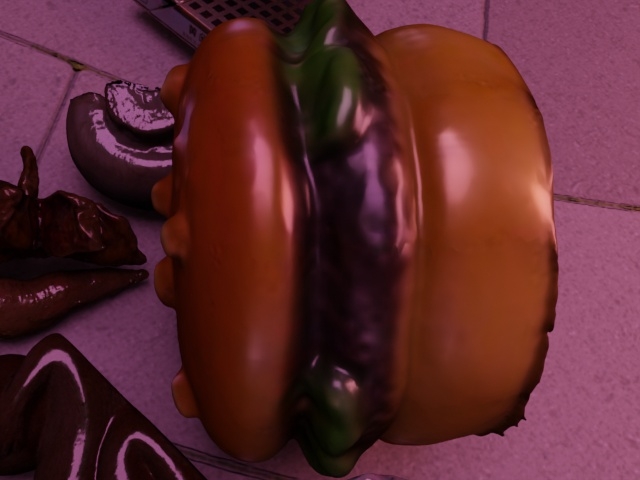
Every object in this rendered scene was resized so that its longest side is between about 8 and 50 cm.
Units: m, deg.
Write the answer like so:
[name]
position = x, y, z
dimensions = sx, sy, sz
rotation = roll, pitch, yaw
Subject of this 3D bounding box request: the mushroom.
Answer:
[mushroom]
position = -0.174, -0.091, 0.886
dimensions = 0.188, 0.141, 0.117
rotation = 0, 80, -5

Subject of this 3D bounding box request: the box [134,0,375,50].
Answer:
[box]
position = -0.065, -0.264, 1.036
dimensions = 0.325, 0.047, 0.180
rotation = 40, 52, 18

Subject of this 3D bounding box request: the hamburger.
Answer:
[hamburger]
position = 0.000, 0.000, 0.700
dimensions = 0.278, 0.395, 0.395
rotation = -1, 58, -11

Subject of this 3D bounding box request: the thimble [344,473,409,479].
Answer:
[thimble]
position = 0.041, 0.293, 0.663
dimensions = 0.185, 0.149, 0.211
rotation = 41, 61, 20

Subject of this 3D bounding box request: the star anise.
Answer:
[star anise]
position = -0.278, -0.014, 0.793
dimensions = 0.213, 0.111, 0.196
rotation = 14, 24, 19

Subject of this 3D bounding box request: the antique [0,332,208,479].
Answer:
[antique]
position = -0.211, 0.192, 0.712
dimensions = 0.257, 0.121, 0.143
rotation = 44, 71, 11

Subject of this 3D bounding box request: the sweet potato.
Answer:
[sweet potato]
position = -0.278, 0.062, 0.816
dimensions = 0.226, 0.068, 0.068
rotation = -5, 59, -22
